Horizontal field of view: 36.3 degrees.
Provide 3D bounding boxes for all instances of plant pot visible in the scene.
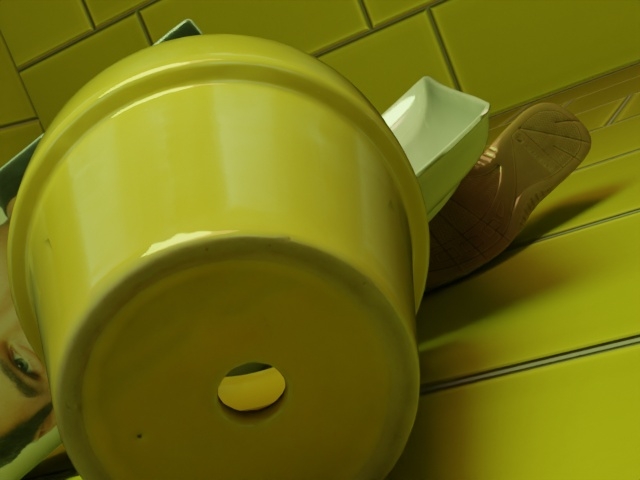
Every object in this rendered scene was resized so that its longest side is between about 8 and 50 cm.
[{"bbox_3d":[-0.050,0.031,0.539,0.254,0.254,0.239,-22,23,0],"label":"plant pot"}]

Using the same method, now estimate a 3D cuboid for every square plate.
[{"bbox_3d":[0.000,0.000,0.848,0.344,0.049,0.347,-43,11,8],"label":"square plate"}]

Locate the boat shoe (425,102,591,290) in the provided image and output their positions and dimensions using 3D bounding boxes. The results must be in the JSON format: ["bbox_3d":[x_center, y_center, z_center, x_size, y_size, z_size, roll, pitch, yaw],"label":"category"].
[{"bbox_3d":[0.147,-0.025,0.929,0.277,0.098,0.096,-34,-15,-26],"label":"boat shoe"}]

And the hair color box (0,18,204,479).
[{"bbox_3d":[-0.191,0.020,0.768,0.374,0.185,0.113,-41,11,-6],"label":"hair color box"}]
